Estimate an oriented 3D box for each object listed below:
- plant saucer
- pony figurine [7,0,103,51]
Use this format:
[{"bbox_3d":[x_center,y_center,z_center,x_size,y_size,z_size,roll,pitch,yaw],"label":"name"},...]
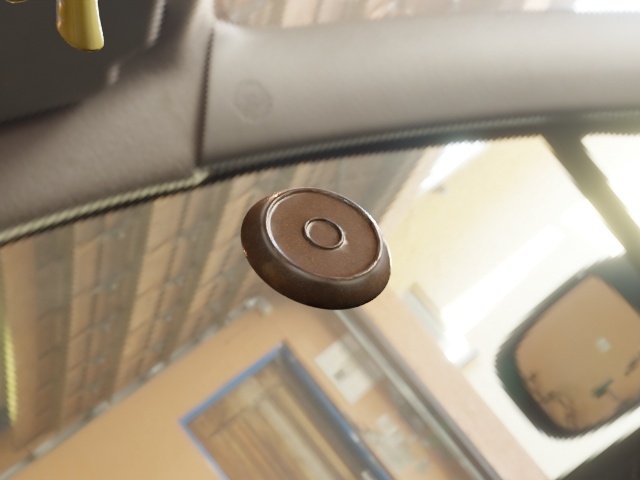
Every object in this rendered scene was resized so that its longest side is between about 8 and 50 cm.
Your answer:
[{"bbox_3d":[0.000,0.000,1.339,0.168,0.168,0.029,-32,-24,-42],"label":"plant saucer"},{"bbox_3d":[-0.257,-0.397,1.090,0.303,0.351,0.363,-19,-33,-45],"label":"pony figurine"}]
